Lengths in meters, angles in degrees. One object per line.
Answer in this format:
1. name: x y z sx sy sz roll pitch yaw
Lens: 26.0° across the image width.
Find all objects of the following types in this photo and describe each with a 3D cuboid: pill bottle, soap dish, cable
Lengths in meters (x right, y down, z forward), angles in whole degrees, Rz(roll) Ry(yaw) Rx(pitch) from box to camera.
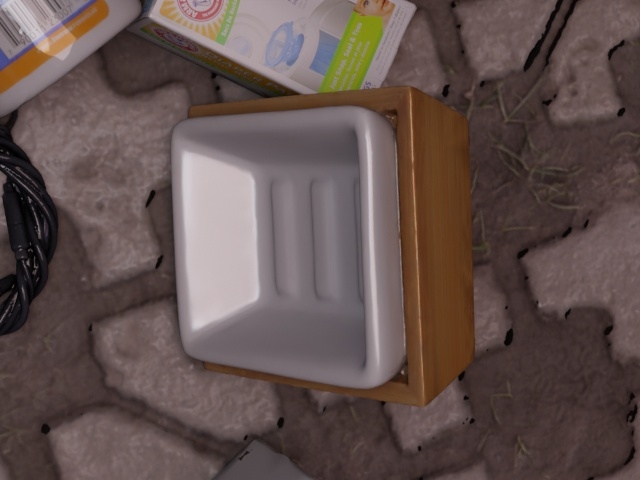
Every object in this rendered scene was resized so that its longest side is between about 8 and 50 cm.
1. pill bottle: -0.273 -0.241 1.051 0.152 0.152 0.272 -39 103 -12
2. soap dish: 0.000 0.000 1.099 0.118 0.291 0.229 -6 95 -37
3. cable: -0.285 -0.005 1.116 0.150 0.047 0.184 27 84 -18

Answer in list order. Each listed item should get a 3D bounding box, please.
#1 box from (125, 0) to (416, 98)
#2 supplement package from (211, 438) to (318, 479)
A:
1. box: -0.044 -0.186 1.154 0.203 0.103 0.114 25 85 -18
2. supplement package: -0.004 0.340 1.161 0.175 0.177 0.293 -42 104 -11
